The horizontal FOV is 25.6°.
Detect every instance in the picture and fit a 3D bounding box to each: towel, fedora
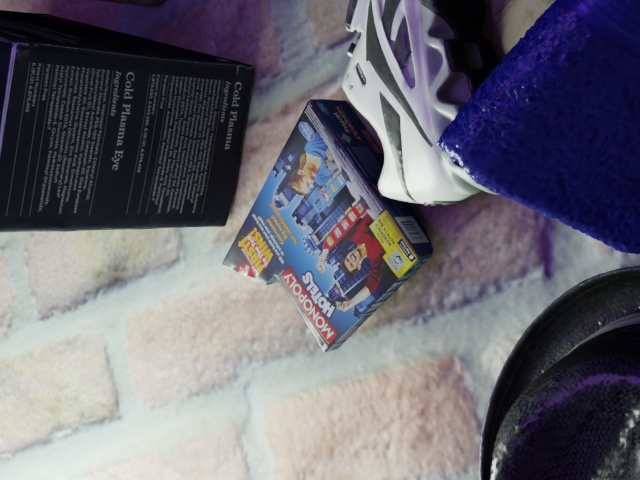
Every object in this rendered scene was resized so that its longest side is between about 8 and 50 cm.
[{"bbox_3d":[0.259,-0.139,1.049,0.308,0.228,0.076,-50,31,29],"label":"towel"},{"bbox_3d":[0.227,0.186,1.114,0.334,0.152,0.334,2,92,39],"label":"fedora"}]

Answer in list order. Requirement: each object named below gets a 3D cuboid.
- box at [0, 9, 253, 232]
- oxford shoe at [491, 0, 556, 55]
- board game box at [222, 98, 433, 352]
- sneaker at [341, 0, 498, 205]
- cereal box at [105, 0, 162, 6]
[{"bbox_3d":[-0.303,-0.134,1.433,0.343,0.312,0.179,19,104,38],"label":"box"},{"bbox_3d":[0.258,-0.257,1.095,0.348,0.123,0.130,-43,59,30],"label":"oxford shoe"},{"bbox_3d":[0.000,0.000,1.352,0.194,0.060,0.194,-47,64,32],"label":"board game box"},{"bbox_3d":[0.070,-0.191,1.246,0.146,0.122,0.330,-11,84,37],"label":"sneaker"},{"bbox_3d":[-0.273,-0.331,1.444,0.047,0.240,0.173,-34,71,35],"label":"cereal box"}]
